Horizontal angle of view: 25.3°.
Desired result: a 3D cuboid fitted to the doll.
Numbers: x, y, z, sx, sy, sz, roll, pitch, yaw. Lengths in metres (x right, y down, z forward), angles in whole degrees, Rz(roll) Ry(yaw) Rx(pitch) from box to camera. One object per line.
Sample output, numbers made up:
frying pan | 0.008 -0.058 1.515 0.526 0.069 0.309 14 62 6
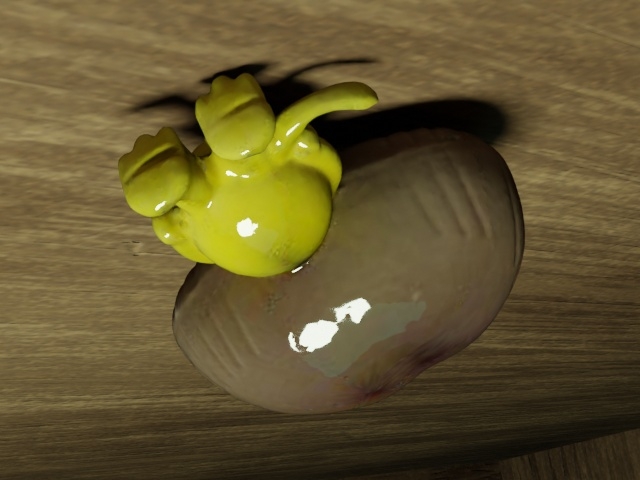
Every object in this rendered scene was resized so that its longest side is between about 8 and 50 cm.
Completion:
doll | 0.007 -0.006 0.542 0.145 0.096 0.188 -24 143 -9
